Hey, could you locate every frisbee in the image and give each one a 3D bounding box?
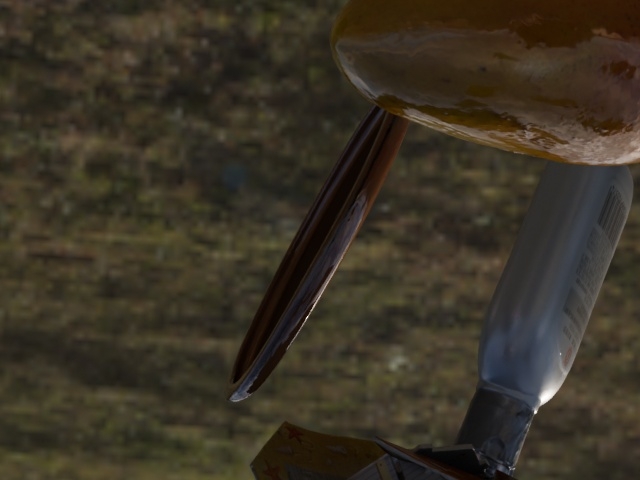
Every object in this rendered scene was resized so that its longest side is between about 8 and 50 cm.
[{"bbox_3d":[0.000,0.000,1.286,0.021,0.251,0.251,30,159,-5],"label":"frisbee"}]

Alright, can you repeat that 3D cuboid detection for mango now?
[{"bbox_3d":[0.122,-0.114,1.128,0.252,0.126,0.154,4,-163,-23],"label":"mango"}]

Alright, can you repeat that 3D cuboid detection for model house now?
[{"bbox_3d":[0.081,0.187,1.306,0.136,0.207,0.219,-35,145,25],"label":"model house"}]

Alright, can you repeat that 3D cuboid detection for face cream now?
[{"bbox_3d":[0.180,0.062,1.565,0.071,0.291,0.144,16,165,23],"label":"face cream"}]
